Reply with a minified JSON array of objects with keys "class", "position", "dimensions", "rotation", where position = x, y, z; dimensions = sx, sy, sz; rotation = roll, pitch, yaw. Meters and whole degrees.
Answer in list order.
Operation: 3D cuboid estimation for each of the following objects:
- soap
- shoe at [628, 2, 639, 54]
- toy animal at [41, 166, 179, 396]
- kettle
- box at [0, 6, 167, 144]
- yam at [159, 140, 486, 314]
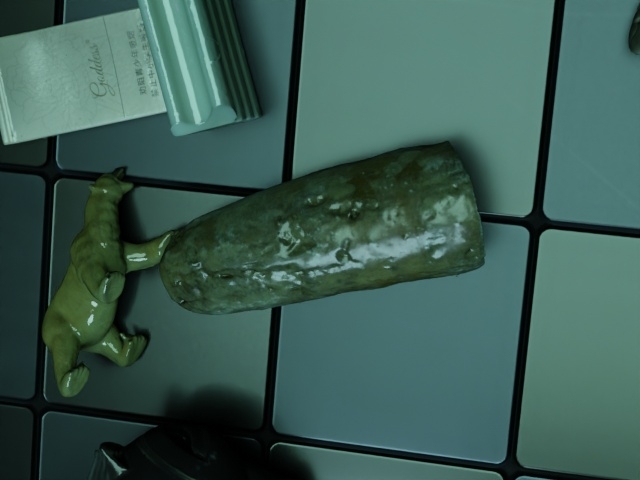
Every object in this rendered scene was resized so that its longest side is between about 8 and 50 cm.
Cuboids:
[{"class":"soap","position":[-0.122,-0.204,1.248],"dimensions":[0.066,0.119,0.198],"rotation":[-13,95,14]},{"class":"shoe","position":[0.355,-0.228,1.186],"dimensions":[0.099,0.071,0.169],"rotation":[26,92,-10]},{"class":"toy animal","position":[-0.225,0.040,1.324],"dimensions":[0.101,0.103,0.219],"rotation":[30,107,30]},{"class":"kettle","position":[-0.147,0.328,1.305],"dimensions":[0.268,0.207,0.290],"rotation":[27,93,-23]},{"class":"box","position":[-0.238,-0.168,1.320],"dimensions":[0.198,0.029,0.109],"rotation":[-10,95,12]},{"class":"yam","position":[0.000,0.000,1.253],"dimensions":[0.330,0.133,0.133],"rotation":[-15,94,16]}]
